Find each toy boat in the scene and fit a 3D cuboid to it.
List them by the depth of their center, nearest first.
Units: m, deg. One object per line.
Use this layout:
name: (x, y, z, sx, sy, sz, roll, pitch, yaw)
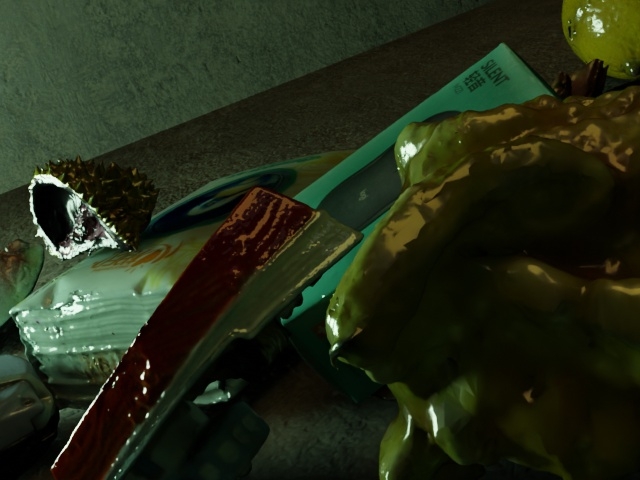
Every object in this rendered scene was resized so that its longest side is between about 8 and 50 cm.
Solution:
toy boat: (-0.076, 0.101, 0.771, 0.332, 0.133, 0.145, -54, -3, 25)

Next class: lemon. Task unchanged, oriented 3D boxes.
lemon: (0.518, -0.383, 1.613, 0.228, 0.228, 0.253, -10, 20, 26)

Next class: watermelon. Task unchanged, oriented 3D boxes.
watermelon: (-0.572, 0.068, 1.431, 0.320, 0.214, 0.289, -38, 21, -16)

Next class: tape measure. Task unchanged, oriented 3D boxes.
tape measure: (-0.370, 0.197, 1.018, 0.182, 0.107, 0.181, -34, 29, -31)

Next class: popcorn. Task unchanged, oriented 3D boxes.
popcorn: (0.138, 0.029, 0.618, 0.325, 0.290, 0.321, 9, -29, -28)

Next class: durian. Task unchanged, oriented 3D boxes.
durian: (-0.246, -0.052, 1.082, 0.186, 0.119, 0.108, -7, 25, 49)

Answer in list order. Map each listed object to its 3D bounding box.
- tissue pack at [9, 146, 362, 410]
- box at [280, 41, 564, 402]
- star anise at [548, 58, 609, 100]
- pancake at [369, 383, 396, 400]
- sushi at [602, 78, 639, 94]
tissue pack: (-0.116, 0.037, 1.135, 0.287, 0.162, 0.388, -10, 20, 37)
box: (0.104, -0.023, 0.895, 0.311, 0.118, 0.205, -35, 31, 12)
star anise: (0.227, -0.097, 1.101, 0.288, 0.288, 0.088, -27, 59, -23)
pancake: (0.138, 0.083, 0.939, 0.250, 0.031, 0.250, -21, 20, 8)
sushi: (0.466, -0.193, 1.318, 0.292, 0.059, 0.294, -19, 0, -6)
